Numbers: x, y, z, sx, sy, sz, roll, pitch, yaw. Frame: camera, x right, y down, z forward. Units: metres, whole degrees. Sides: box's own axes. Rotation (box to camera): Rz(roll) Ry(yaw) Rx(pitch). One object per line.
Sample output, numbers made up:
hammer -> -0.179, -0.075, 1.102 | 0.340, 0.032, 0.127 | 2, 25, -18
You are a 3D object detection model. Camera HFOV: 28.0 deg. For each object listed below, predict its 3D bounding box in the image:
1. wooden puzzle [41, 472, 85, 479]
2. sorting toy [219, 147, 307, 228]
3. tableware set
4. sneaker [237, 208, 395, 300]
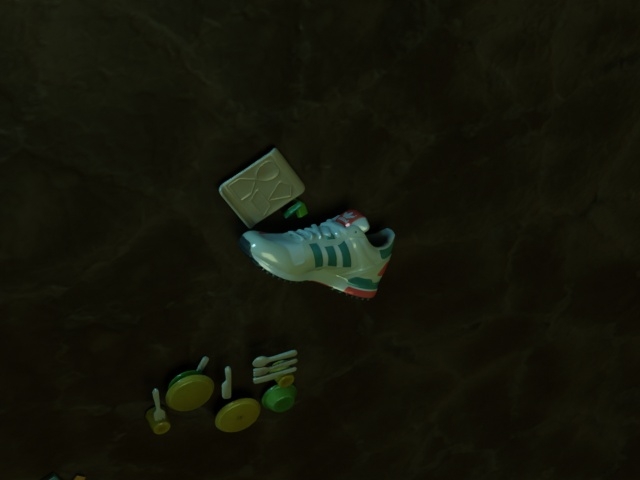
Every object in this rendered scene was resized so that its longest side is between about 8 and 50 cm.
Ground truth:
wooden puzzle -> -0.265, 0.250, 1.245 | 0.083, 0.006, 0.049 | -34, 136, 2
sorting toy -> -0.045, -0.038, 1.109 | 0.062, 0.012, 0.083 | -36, 133, 2
tableware set -> -0.094, 0.149, 1.241 | 0.154, 0.024, 0.104 | -15, 136, -18
sneaker -> 0.000, 0.000, 1.144 | 0.161, 0.057, 0.075 | 17, 106, -38
